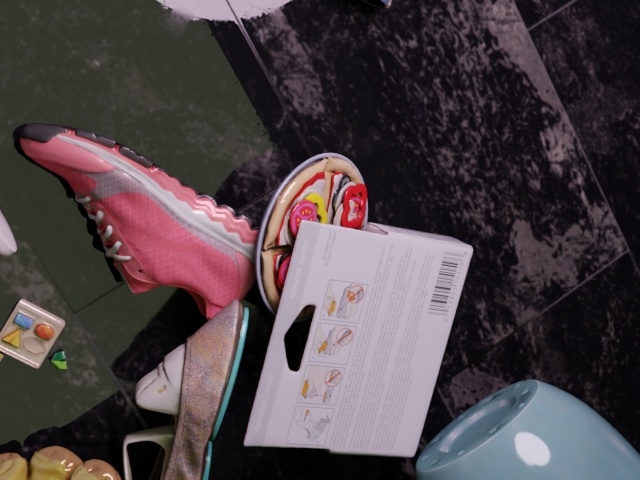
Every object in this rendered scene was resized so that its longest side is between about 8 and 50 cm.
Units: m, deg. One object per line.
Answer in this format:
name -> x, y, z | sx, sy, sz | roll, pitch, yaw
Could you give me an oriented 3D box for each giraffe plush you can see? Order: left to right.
giraffe plush -> -0.300, 0.349, 1.127 | 0.210, 0.181, 0.170 | -54, 144, -45

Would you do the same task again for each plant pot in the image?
plant pot -> 0.252, 0.312, 1.267 | 0.293, 0.293, 0.235 | -37, 91, -14

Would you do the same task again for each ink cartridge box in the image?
ink cartridge box -> 0.037, 0.115, 1.241 | 0.239, 0.060, 0.275 | 10, 100, -28

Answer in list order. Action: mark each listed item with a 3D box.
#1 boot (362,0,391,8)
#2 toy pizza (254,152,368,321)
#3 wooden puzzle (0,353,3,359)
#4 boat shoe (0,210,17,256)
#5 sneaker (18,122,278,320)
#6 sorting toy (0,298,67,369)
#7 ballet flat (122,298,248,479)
boot -> 0.016, -0.353, 1.209 | 0.219, 0.082, 0.106 | 21, 85, -23
toy pizza -> 0.000, 0.000, 1.210 | 0.201, 0.032, 0.201 | -28, 126, -45
wooden puzzle -> -0.406, 0.148, 1.137 | 0.078, 0.014, 0.116 | 45, 80, -18
boat shoe -> -0.392, -0.049, 1.099 | 0.063, 0.066, 0.184 | -36, 109, 1
sneaker -> -0.196, -0.015, 1.146 | 0.314, 0.116, 0.136 | 31, 86, -21
sorting toy -> -0.310, 0.110, 1.170 | 0.083, 0.012, 0.062 | 31, 84, -20
ballet flat -> -0.160, 0.208, 1.169 | 0.106, 0.107, 0.316 | 12, 102, -9
